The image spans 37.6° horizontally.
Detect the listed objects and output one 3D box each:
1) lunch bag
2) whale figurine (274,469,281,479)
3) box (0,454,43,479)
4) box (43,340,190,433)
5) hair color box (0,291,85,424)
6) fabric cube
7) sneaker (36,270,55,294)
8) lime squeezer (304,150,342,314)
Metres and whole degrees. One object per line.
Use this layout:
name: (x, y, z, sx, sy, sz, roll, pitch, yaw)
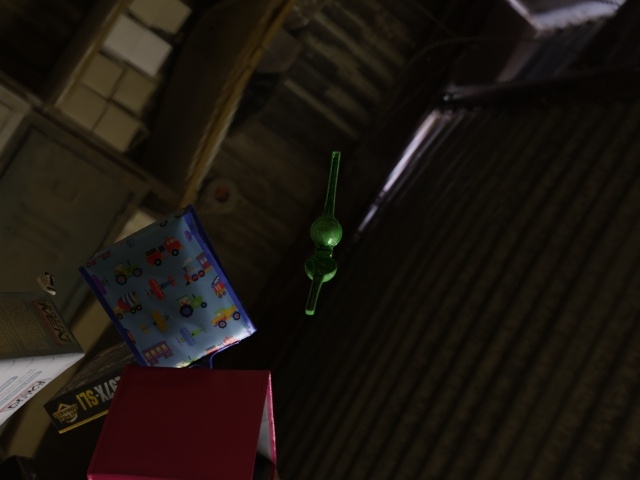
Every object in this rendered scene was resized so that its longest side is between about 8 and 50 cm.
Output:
lunch bag: (-0.270, 0.115, 1.742, 0.221, 0.293, 0.138, -28, -171, 0)
whale figurine: (-0.088, 0.684, 2.320, 0.141, 0.272, 0.216, -37, -176, 35)
box: (-0.730, 0.605, 2.041, 0.270, 0.165, 0.143, -30, 167, -10)
box: (-0.391, 0.265, 1.984, 0.322, 0.079, 0.257, -25, -171, 21)
hair color box: (-0.478, 0.159, 1.152, 0.185, 0.114, 0.374, -39, 166, 12)
fabric cube: (-0.219, 0.388, 1.592, 0.254, 0.258, 0.259, -84, 174, -53)
sneaker: (-0.655, 0.100, 2.264, 0.037, 0.032, 0.083, -49, -134, -8)
lime squeezer: (0.000, 0.000, 1.639, 0.058, 0.110, 0.310, 1, -117, 19)
